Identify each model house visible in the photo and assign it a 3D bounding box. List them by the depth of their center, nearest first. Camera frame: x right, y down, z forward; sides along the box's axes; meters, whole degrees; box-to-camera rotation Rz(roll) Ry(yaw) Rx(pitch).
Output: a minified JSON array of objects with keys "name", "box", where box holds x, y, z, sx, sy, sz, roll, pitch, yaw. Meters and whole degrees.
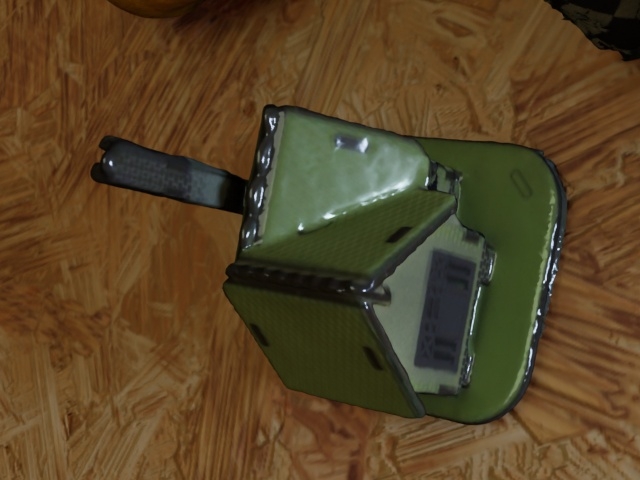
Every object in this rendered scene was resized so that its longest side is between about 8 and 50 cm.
[{"name":"model house","box":[0.000,0.000,0.790,0.218,0.278,0.205,7,83,36]}]

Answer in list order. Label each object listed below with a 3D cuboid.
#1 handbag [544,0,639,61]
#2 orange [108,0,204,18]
[{"name":"handbag","box":[0.244,-0.311,0.697,0.180,0.316,0.416,29,90,36]},{"name":"orange","box":[-0.115,-0.303,1.000,0.249,0.183,0.249,-11,71,33]}]
